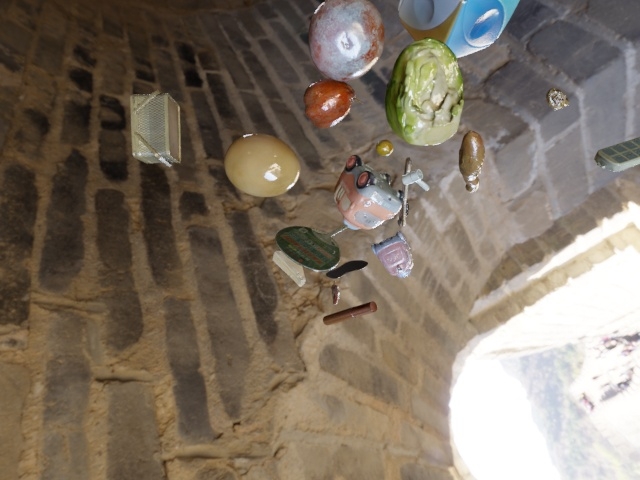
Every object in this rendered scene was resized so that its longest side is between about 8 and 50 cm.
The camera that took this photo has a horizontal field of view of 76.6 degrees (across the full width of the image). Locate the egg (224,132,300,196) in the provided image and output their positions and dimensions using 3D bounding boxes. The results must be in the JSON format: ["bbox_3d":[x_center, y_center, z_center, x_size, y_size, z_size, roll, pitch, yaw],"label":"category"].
[{"bbox_3d":[-0.276,-0.359,1.943,0.373,0.302,0.301,12,-168,8],"label":"egg"}]

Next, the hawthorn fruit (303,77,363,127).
[{"bbox_3d":[0.058,-0.623,1.818,0.210,0.262,0.211,-9,-90,-80],"label":"hawthorn fruit"}]

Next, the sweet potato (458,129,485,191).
[{"bbox_3d":[0.635,-0.312,1.709,0.109,0.109,0.385,64,-178,36],"label":"sweet potato"}]

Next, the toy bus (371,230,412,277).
[{"bbox_3d":[0.446,0.101,2.404,0.294,0.197,0.232,37,-151,-64],"label":"toy bus"}]

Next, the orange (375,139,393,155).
[{"bbox_3d":[0.339,-0.494,2.159,0.094,0.085,0.085,10,-147,-19],"label":"orange"}]

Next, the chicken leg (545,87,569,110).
[{"bbox_3d":[1.022,-0.600,1.739,0.197,0.069,0.085,-9,-123,-45],"label":"chicken leg"}]

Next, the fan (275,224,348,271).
[{"bbox_3d":[-0.033,-0.004,1.348,0.223,0.012,0.294,17,-144,1],"label":"fan"}]

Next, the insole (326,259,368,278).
[{"bbox_3d":[0.120,0.127,1.823,0.253,0.005,0.086,-18,-149,-42],"label":"insole"}]

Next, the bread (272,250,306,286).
[{"bbox_3d":[-0.132,0.119,1.692,0.077,0.105,0.152,118,141,-56],"label":"bread"}]

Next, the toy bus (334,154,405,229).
[{"bbox_3d":[0.157,-0.166,1.533,0.194,0.232,0.288,26,-153,-34],"label":"toy bus"}]

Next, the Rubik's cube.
[{"bbox_3d":[0.560,-0.989,1.636,0.348,0.351,0.352,61,168,17],"label":"Rubik's cube"}]

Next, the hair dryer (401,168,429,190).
[{"bbox_3d":[0.427,-0.254,1.770,0.137,0.082,0.047,29,-121,-33],"label":"hair dryer"}]

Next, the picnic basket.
[{"bbox_3d":[-0.633,-0.427,1.574,0.165,0.139,0.267,-172,80,-87],"label":"picnic basket"}]

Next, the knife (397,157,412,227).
[{"bbox_3d":[0.417,-0.230,1.971,0.089,0.043,0.366,-106,13,-57],"label":"knife"}]

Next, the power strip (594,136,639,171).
[{"bbox_3d":[0.876,-0.248,1.132,0.029,0.226,0.080,81,166,-45],"label":"power strip"}]

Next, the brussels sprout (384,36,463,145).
[{"bbox_3d":[0.379,-0.515,1.469,0.315,0.275,0.372,102,166,-73],"label":"brussels sprout"}]

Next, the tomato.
[{"bbox_3d":[0.102,-0.813,1.635,0.317,0.316,0.283,48,-160,-23],"label":"tomato"}]

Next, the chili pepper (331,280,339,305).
[{"bbox_3d":[0.075,0.267,2.018,0.153,0.041,0.050,-96,-17,-51],"label":"chili pepper"}]

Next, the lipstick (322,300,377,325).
[{"bbox_3d":[0.141,0.374,2.061,0.057,0.356,0.057,20,-123,-34],"label":"lipstick"}]
